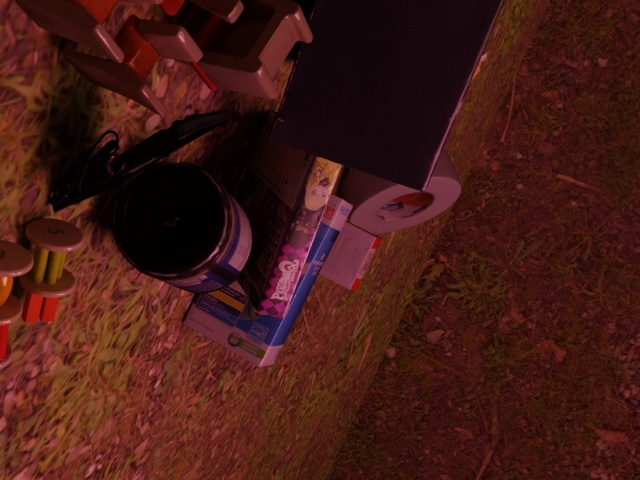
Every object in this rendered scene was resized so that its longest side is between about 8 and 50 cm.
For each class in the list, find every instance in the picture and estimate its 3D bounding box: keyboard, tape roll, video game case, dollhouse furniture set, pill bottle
[{"bbox_3d":[-0.171,-0.077,0.786,0.192,0.038,0.100,-24,-175,37],"label":"keyboard"},{"bbox_3d":[0.149,-0.093,1.690,0.219,0.072,0.219,-15,159,-6],"label":"tape roll"},{"bbox_3d":[-0.056,-0.042,1.126,0.210,0.041,0.232,-69,-157,10],"label":"video game case"},{"bbox_3d":[-0.115,-0.233,0.769,0.262,0.135,0.259,-59,154,-13],"label":"dollhouse furniture set"},{"bbox_3d":[-0.140,-0.006,0.998,0.123,0.122,0.219,-61,172,-6],"label":"pill bottle"}]

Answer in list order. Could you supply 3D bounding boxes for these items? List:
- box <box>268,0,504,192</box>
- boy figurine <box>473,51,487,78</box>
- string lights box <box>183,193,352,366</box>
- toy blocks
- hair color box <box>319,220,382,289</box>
[{"bbox_3d":[0.088,-0.275,1.010,0.343,0.178,0.313,-79,-170,-64],"label":"box"},{"bbox_3d":[0.186,-0.289,1.489,0.092,0.177,0.285,28,71,-64],"label":"boy figurine"},{"bbox_3d":[-0.074,0.033,1.286,0.260,0.133,0.077,-64,166,2],"label":"string lights box"},{"bbox_3d":[-0.275,0.064,0.815,0.123,0.054,0.148,-35,149,-60],"label":"toy blocks"},{"bbox_3d":[0.000,0.000,1.409,0.093,0.167,0.053,-63,166,3],"label":"hair color box"}]
